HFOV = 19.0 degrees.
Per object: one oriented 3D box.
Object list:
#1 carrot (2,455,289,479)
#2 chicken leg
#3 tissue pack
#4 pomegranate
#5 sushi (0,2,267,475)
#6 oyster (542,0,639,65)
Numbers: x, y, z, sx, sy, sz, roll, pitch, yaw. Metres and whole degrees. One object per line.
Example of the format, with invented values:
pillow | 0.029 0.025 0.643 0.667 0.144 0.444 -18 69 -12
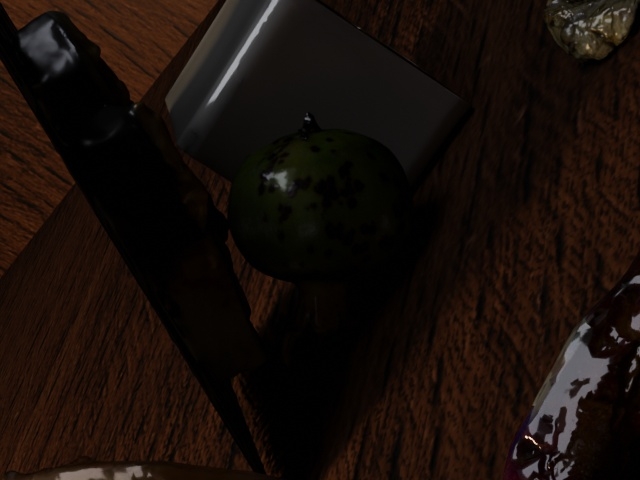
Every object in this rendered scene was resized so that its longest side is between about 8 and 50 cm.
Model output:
carrot | -0.050 0.225 0.631 0.196 0.196 0.254 -40 31 50
chicken leg | 0.114 0.072 0.738 0.205 0.053 0.093 -61 28 -8
tissue pack | -0.011 -0.100 1.390 0.136 0.159 0.246 -56 13 6
pomegranate | 0.000 0.000 1.221 0.122 0.122 0.162 174 98 -74
sushi | -0.104 -0.027 1.238 0.064 0.343 0.359 -31 13 -2
oyster | 0.160 -0.141 1.120 0.081 0.038 0.083 -61 12 -30
